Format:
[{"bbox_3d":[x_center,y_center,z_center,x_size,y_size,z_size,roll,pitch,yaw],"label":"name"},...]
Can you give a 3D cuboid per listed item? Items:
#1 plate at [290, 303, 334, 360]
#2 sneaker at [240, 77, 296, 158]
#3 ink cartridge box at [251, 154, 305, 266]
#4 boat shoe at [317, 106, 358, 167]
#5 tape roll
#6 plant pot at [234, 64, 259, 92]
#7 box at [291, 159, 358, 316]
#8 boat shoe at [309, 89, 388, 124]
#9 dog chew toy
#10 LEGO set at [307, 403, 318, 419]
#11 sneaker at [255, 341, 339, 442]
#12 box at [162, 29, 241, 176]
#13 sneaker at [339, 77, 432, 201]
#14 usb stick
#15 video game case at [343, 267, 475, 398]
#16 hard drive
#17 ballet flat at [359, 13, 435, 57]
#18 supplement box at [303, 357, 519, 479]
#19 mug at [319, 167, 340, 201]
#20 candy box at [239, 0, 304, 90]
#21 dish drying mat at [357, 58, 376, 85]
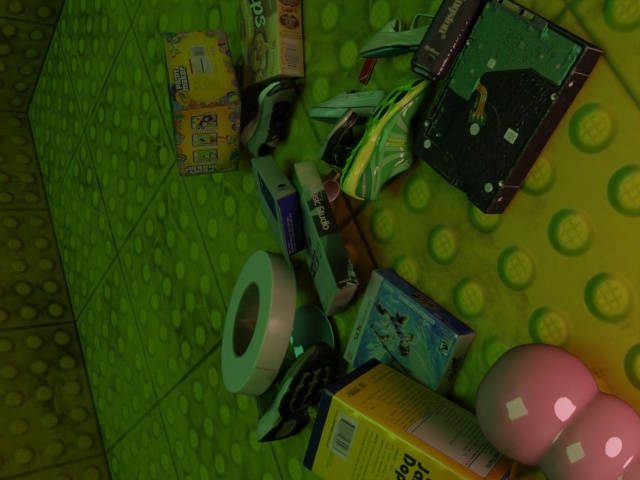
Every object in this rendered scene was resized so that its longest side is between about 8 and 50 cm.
[{"bbox_3d":[-0.017,0.257,1.667,0.188,0.024,0.188,7,99,51],"label":"plate"},{"bbox_3d":[-0.125,-0.326,1.720,0.108,0.100,0.271,56,138,20],"label":"sneaker"},{"bbox_3d":[-0.101,-0.083,1.599,0.332,0.065,0.165,-120,20,-57],"label":"ink cartridge box"},{"bbox_3d":[0.055,-0.230,1.449,0.079,0.084,0.233,36,162,1],"label":"boat shoe"},{"bbox_3d":[-0.172,0.219,1.706,0.392,0.072,0.391,-46,36,50],"label":"tape roll"},{"bbox_3d":[-0.211,-0.469,1.817,0.083,0.079,0.083,3,94,50],"label":"plant pot"},{"bbox_3d":[0.000,0.000,1.525,0.232,0.059,0.321,107,145,-68],"label":"box"},{"bbox_3d":[0.072,-0.315,1.495,0.226,0.083,0.075,10,88,39],"label":"boat shoe"},{"bbox_3d":[0.414,0.316,1.017,0.332,0.207,0.206,39,121,33],"label":"dog chew toy"},{"bbox_3d":[0.016,0.458,1.590,0.093,0.087,0.227,31,114,45],"label":"LEGO set"},{"bbox_3d":[-0.095,0.364,1.650,0.182,0.158,0.410,60,137,31],"label":"sneaker"},{"bbox_3d":[-0.331,-0.382,1.788,0.279,0.177,0.289,103,156,-57],"label":"box"},{"bbox_3d":[0.154,-0.216,1.377,0.295,0.124,0.109,-57,21,14],"label":"sneaker"},{"bbox_3d":[0.264,-0.437,1.207,0.077,0.045,0.277,30,103,9],"label":"usb stick"},{"bbox_3d":[0.182,0.231,1.395,0.269,0.061,0.244,38,121,42],"label":"video game case"},{"bbox_3d":[0.329,-0.250,1.184,0.237,0.064,0.338,49,128,37],"label":"hard drive"},{"bbox_3d":[0.187,-0.430,1.335,0.249,0.086,0.086,9,99,41],"label":"ballet flat"},{"bbox_3d":[0.176,0.418,1.237,0.357,0.194,0.195,26,113,29],"label":"supplement box"},{"bbox_3d":[0.013,-0.139,1.592,0.064,0.078,0.062,47,159,49],"label":"mug"},{"bbox_3d":[-0.135,-0.579,1.711,0.183,0.088,0.316,-2,90,51],"label":"candy box"},{"bbox_3d":[0.111,-0.406,1.484,0.032,0.008,0.083,46,126,40],"label":"dish drying mat"}]
